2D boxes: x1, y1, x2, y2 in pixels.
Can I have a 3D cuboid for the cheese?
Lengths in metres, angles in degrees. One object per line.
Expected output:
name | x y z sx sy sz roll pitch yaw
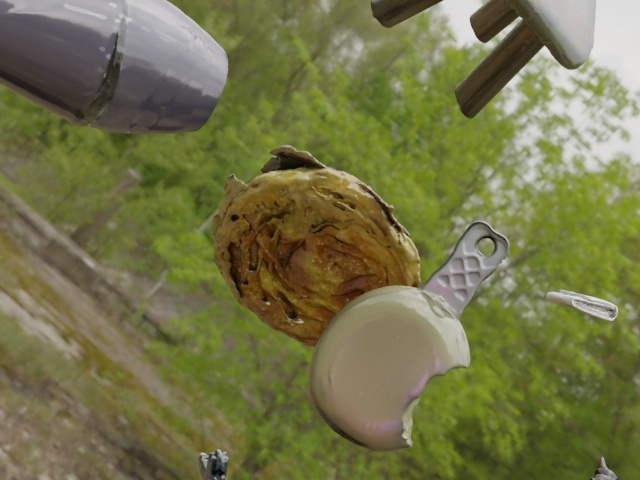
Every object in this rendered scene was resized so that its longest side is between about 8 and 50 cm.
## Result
cheese | 0.109 0.102 1.219 0.163 0.286 0.082 42 11 8

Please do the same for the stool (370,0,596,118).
stool | 0.263 -0.406 1.730 0.226 0.310 0.310 -25 -56 36

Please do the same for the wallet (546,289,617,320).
wallet | 0.338 0.082 1.417 0.061 0.025 0.122 14 1 -5

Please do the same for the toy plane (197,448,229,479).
toy plane | -0.116 0.378 1.494 0.204 0.103 0.316 1 34 -24

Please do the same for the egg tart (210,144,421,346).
egg tart | 0.000 0.000 1.363 0.297 0.132 0.297 14 -45 15

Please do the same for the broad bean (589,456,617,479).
broad bean | 0.260 0.314 0.963 0.339 0.077 0.061 -64 150 -59

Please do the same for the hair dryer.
hair dryer | -0.228 -0.255 0.902 0.301 0.121 0.361 18 45 -26
